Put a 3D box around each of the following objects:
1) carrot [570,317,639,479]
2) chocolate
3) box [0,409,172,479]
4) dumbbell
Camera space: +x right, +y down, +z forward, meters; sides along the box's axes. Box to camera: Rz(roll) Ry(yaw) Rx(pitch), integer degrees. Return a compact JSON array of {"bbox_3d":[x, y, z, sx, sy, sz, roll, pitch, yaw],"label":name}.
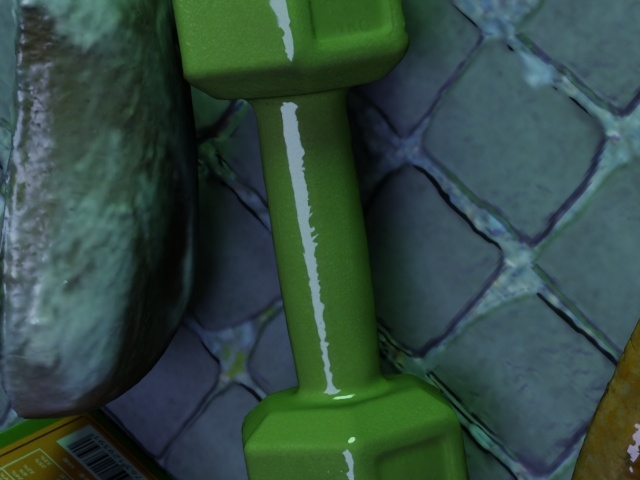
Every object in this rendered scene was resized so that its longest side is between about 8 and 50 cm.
[{"bbox_3d":[0.169,0.042,0.775,0.059,0.059,0.248,24,109,21],"label":"carrot"},{"bbox_3d":[-0.102,-0.035,0.855,0.080,0.157,0.254,6,107,5],"label":"chocolate"},{"bbox_3d":[-0.145,0.226,0.932,0.195,0.148,0.177,41,116,13],"label":"box"},{"bbox_3d":[0.000,0.000,0.824,0.108,0.121,0.302,6,108,57],"label":"dumbbell"}]
